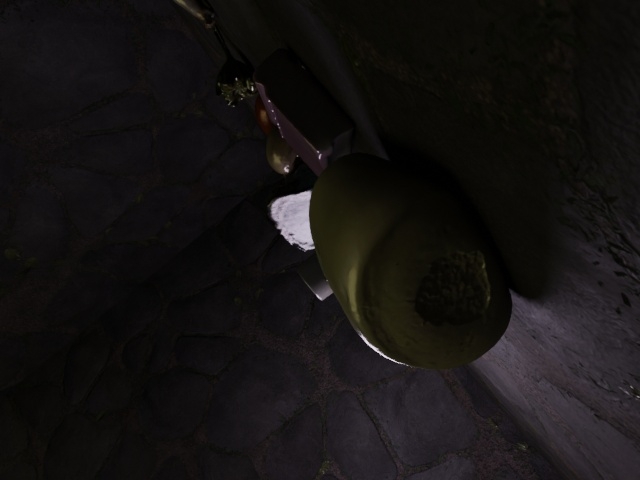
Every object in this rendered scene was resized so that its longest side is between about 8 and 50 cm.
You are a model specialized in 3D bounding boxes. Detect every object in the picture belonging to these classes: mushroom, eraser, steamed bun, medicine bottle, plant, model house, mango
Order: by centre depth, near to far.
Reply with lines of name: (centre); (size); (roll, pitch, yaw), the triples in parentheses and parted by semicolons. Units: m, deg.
steamed bun: (0.155, 0.052, 0.985); (0.456, 0.290, 0.371); (51, 180, -30)
eraser: (-0.037, -0.312, 1.240); (0.272, 0.122, 0.359); (51, 180, 3)
mushroom: (-0.066, -0.306, 1.525); (0.215, 0.207, 0.207); (18, 178, 2)
mushroom: (-0.453, -0.844, 1.607); (0.225, 0.093, 0.116); (42, -161, -9)
mango: (-0.147, -0.428, 1.642); (0.289, 0.129, 0.146); (45, -149, -62)
model house: (-0.026, -0.207, 1.757); (0.360, 0.297, 0.339); (51, -150, -50)
plant: (-0.325, -0.703, 1.812); (0.251, 0.180, 0.334); (-41, -56, -84)
medicine bottle: (0.097, 0.075, 2.043); (0.224, 0.384, 0.224); (52, 179, 1)

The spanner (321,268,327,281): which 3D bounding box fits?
spanner: (0.000, 0.000, 1.484); (0.071, 0.017, 0.302); (69, -172, -48)
